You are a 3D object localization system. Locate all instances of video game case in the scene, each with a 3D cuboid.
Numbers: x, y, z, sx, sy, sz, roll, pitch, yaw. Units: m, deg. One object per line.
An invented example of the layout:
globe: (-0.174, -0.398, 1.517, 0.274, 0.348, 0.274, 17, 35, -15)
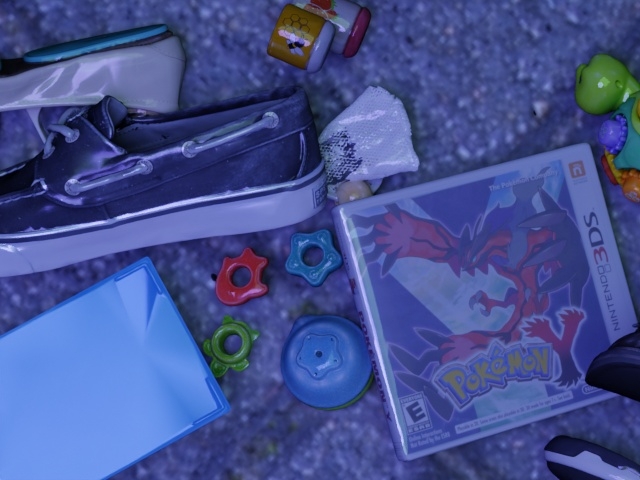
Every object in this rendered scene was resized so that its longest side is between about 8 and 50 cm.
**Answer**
video game case: (0.124, 0.041, 1.306, 0.201, 0.023, 0.183, -15, 89, -18)

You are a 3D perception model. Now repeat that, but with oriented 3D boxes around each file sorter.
file sorter: (-0.163, 0.107, 1.279, 0.170, 0.104, 0.118, -29, 86, -4)

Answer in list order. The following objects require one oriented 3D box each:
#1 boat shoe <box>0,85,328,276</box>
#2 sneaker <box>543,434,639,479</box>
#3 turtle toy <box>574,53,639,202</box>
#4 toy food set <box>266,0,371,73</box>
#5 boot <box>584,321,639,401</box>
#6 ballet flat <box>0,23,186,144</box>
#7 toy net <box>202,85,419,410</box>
boat shoe: (-0.149, -0.048, 1.272, 0.301, 0.108, 0.102, -8, 114, 5)
sneaker: (0.237, 0.233, 1.289, 0.234, 0.084, 0.097, 39, 85, 3)
turtle toy: (0.229, -0.077, 1.328, 0.066, 0.095, 0.130, -25, 84, 17)
toy food set: (0.053, -0.212, 1.319, 0.104, 0.111, 0.232, 23, 81, 1)
boot: (0.265, 0.004, 1.246, 0.091, 0.263, 0.229, 17, 90, 21)
ballet flat: (-0.217, -0.100, 1.319, 0.248, 0.086, 0.086, -7, 84, -4)
toy net: (0.000, 0.000, 1.332, 0.122, 0.045, 0.232, 14, 80, 14)
